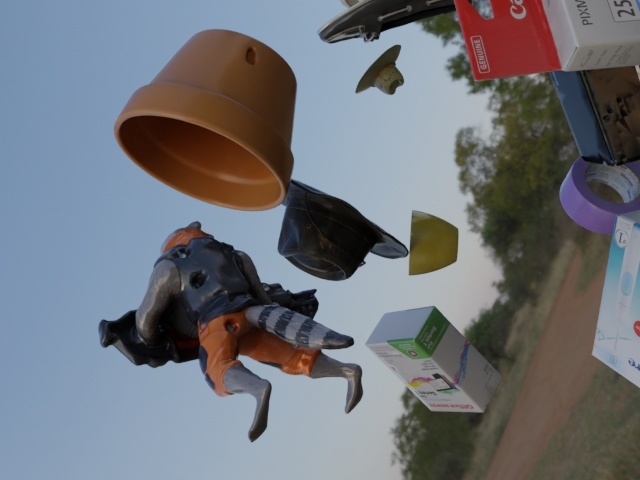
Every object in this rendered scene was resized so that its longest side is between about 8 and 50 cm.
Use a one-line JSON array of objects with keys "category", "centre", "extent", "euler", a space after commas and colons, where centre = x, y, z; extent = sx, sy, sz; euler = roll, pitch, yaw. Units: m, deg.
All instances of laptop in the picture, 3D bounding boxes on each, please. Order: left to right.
[{"category": "laptop", "centre": [0.621, -0.288, 1.468], "extent": [0.136, 0.264, 0.234], "euler": [-40, -72, -50]}]

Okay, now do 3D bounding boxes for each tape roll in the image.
[{"category": "tape roll", "centre": [0.656, -0.113, 1.627], "extent": [0.189, 0.189, 0.080], "euler": [-55, -15, -32]}]

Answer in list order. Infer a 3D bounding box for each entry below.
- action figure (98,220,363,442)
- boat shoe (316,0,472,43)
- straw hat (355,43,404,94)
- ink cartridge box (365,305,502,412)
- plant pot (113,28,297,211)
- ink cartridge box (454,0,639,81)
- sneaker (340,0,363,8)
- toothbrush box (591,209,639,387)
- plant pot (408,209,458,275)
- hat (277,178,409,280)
[{"category": "action figure", "centre": [-0.079, 0.084, 0.901], "extent": [0.341, 0.330, 0.178], "euler": [-13, -46, -46]}, {"category": "boat shoe", "centre": [0.160, -0.476, 1.489], "extent": [0.335, 0.095, 0.112], "euler": [-24, 5, 4]}, {"category": "straw hat", "centre": [0.139, -0.335, 1.465], "extent": [0.144, 0.061, 0.144], "euler": [-44, -6, -6]}, {"category": "ink cartridge box", "centre": [0.283, 0.303, 1.773], "extent": [0.201, 0.278, 0.117], "euler": [-18, 30, 56]}, {"category": "plant pot", "centre": [-0.161, -0.204, 1.167], "extent": [0.291, 0.291, 0.203], "euler": [77, -150, -65]}, {"category": "ink cartridge box", "centre": [0.322, -0.377, 1.008], "extent": [0.066, 0.261, 0.296], "euler": [92, 170, -68]}, {"category": "sneaker", "centre": [0.176, -0.669, 1.917], "extent": [0.111, 0.253, 0.102], "euler": [-115, 24, -66]}, {"category": "toothbrush box", "centre": [0.605, 0.114, 1.207], "extent": [0.126, 0.216, 0.295], "euler": [-14, -60, -22]}, {"category": "plant pot", "centre": [0.228, 0.008, 1.427], "extent": [0.134, 0.095, 0.134], "euler": [4, -90, -82]}, {"category": "hat", "centre": [0.000, 0.000, 1.394], "extent": [0.133, 0.331, 0.331], "euler": [-61, -16, -8]}]
